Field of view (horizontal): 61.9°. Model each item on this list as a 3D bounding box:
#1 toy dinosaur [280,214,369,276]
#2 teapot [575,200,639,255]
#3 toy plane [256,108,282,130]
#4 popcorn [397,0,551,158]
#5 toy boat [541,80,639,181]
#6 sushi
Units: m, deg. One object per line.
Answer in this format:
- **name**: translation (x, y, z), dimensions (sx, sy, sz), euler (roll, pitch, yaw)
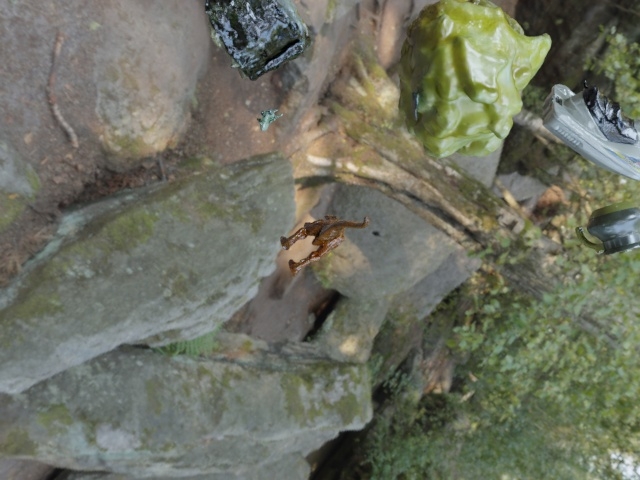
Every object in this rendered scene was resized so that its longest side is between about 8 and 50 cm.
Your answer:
- **toy dinosaur**: translation (0.000, 0.000, 1.328), dimensions (0.208, 0.097, 0.432), euler (-29, -170, -2)
- **teapot**: translation (0.712, -0.023, 1.309), dimensions (0.131, 0.119, 0.166), euler (-8, 170, -33)
- **toy plane**: translation (-0.140, -0.317, 1.389), dimensions (0.033, 0.080, 0.083), euler (60, 41, -42)
- **popcorn**: translation (0.141, -0.160, 0.535), dimensions (0.173, 0.143, 0.173), euler (-167, -90, -74)
- **toy boat**: translation (0.555, -0.209, 1.009), dimensions (0.141, 0.270, 0.140), euler (23, 90, -87)
- **sushi**: translation (-0.133, -0.459, 1.128), dimensions (0.171, 0.210, 0.350), euler (-30, -165, 11)
